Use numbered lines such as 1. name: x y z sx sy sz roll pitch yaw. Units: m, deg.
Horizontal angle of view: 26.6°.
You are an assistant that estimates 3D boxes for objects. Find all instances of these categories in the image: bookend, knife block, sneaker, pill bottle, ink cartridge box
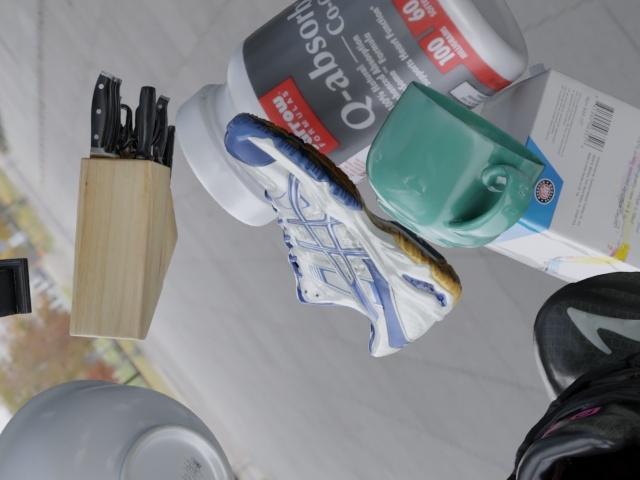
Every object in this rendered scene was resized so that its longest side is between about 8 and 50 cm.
1. bookend: -0.465 0.066 1.658 0.157 0.156 0.072 -10 -84 -69
2. knife block: -0.238 -0.052 1.603 0.275 0.088 0.242 -78 -13 -47
3. sneaker: 0.000 0.000 1.371 0.296 0.131 0.112 42 -167 -5
4. pill bottle: 0.030 -0.178 1.510 0.210 0.363 0.210 45 -156 -27
5. ink cartridge box: 0.291 -0.054 1.495 0.233 0.171 0.168 23 167 -15
6. sneaker: 0.225 0.143 0.905 0.202 0.185 0.482 31 -160 -18

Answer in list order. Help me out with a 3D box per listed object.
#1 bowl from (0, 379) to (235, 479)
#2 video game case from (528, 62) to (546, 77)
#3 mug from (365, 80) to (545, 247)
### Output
1. bowl: -0.182 0.271 1.381 0.134 0.298 0.298 -23 108 41
2. video game case: 0.316 -0.099 1.743 0.206 0.026 0.227 -75 -36 -69
3. mug: 0.099 -0.051 1.074 0.129 0.097 0.158 33 -167 3
